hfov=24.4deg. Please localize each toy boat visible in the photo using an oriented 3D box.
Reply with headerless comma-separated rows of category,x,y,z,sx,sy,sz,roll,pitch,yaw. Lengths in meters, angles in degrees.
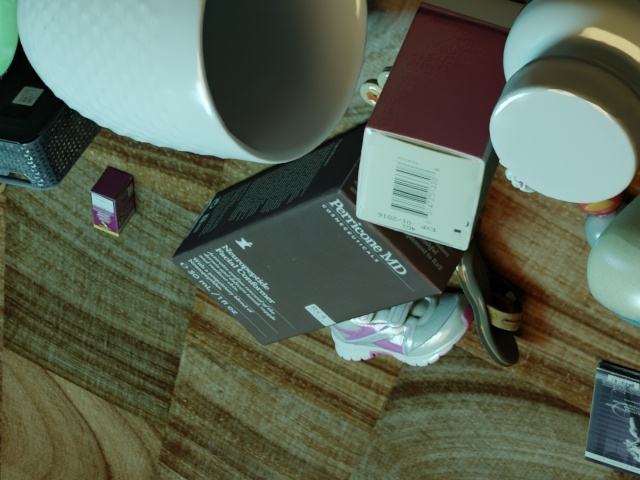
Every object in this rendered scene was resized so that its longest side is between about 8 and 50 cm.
toy boat,0.377,-0.011,1.568,0.318,0.267,0.148,33,154,59

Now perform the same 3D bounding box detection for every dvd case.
dvd case,0.445,0.255,1.991,0.164,0.018,0.221,16,142,18

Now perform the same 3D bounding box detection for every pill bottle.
pill bottle,0.269,-0.186,1.315,0.176,0.318,0.176,20,143,16

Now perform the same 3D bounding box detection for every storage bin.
storage bin,-0.365,-0.162,1.928,0.122,0.180,0.084,11,140,25

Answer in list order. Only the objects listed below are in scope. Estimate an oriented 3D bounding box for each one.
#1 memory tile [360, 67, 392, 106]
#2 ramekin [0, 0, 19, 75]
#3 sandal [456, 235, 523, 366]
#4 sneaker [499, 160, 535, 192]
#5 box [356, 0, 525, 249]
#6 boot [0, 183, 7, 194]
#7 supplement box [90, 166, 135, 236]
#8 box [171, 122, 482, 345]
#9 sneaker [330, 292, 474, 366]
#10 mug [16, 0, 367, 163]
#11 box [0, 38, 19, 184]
memory tile,0.123,-0.149,1.733,0.148,0.012,0.113,42,143,-15
ramekin,-0.478,-0.323,1.713,0.303,0.148,0.303,32,130,48
sandal,0.226,0.076,1.894,0.060,0.090,0.219,-12,123,16
sneaker,0.239,-0.097,1.689,0.069,0.038,0.098,-14,126,46
box,0.133,-0.133,1.547,0.127,0.232,0.148,16,143,10
boot,-0.544,-0.142,2.190,0.197,0.073,0.152,31,140,-5
supplement box,-0.298,-0.055,2.119,0.043,0.055,0.083,22,143,13
box,0.000,0.000,1.890,0.191,0.143,0.381,44,143,-18
sneaker,0.093,0.098,1.982,0.252,0.103,0.111,-8,131,41
mug,-0.161,-0.285,1.593,0.328,0.276,0.374,11,111,37
box,-0.535,-0.231,2.013,0.242,0.076,0.307,23,134,11
